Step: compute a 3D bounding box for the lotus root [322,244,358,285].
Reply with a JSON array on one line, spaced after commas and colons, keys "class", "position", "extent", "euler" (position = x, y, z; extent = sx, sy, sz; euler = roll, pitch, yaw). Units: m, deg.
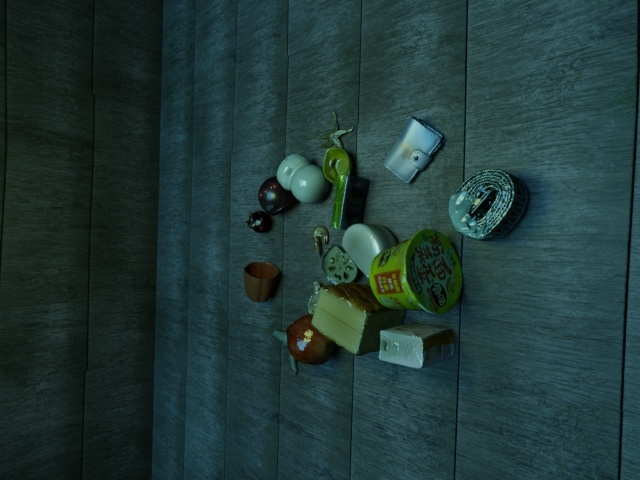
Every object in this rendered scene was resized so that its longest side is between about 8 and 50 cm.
[{"class": "lotus root", "position": [0.104, 0.109, 1.884], "extent": [0.183, 0.078, 0.203], "euler": [55, 132, 13]}]

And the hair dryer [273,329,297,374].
[{"class": "hair dryer", "position": [-0.176, 0.551, 2.158], "extent": [0.219, 0.088, 0.225], "euler": [34, 127, 46]}]

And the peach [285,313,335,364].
[{"class": "peach", "position": [-0.056, 0.451, 1.926], "extent": [0.256, 0.232, 0.232], "euler": [23, 106, 24]}]

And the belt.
[{"class": "belt", "position": [0.558, -0.116, 1.399], "extent": [0.257, 0.150, 0.207], "euler": [-55, 46, 26]}]

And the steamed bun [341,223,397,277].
[{"class": "steamed bun", "position": [0.217, 0.026, 1.724], "extent": [0.242, 0.146, 0.164], "euler": [52, 126, 33]}]

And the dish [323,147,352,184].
[{"class": "dish", "position": [0.094, -0.334, 1.899], "extent": [0.149, 0.080, 0.208], "euler": [-36, 63, 33]}]

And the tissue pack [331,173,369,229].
[{"class": "tissue pack", "position": [0.128, -0.163, 1.798], "extent": [0.073, 0.173, 0.236], "euler": [14, 98, 37]}]

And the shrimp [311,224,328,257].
[{"class": "shrimp", "position": [0.005, 0.001, 2.013], "extent": [0.095, 0.045, 0.163], "euler": [-18, 71, 21]}]

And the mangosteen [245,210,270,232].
[{"class": "mangosteen", "position": [-0.345, -0.102, 2.276], "extent": [0.140, 0.140, 0.140], "euler": [-1, 88, 44]}]

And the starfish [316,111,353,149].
[{"class": "starfish", "position": [0.064, -0.502, 1.963], "extent": [0.223, 0.050, 0.217], "euler": [-12, 73, 38]}]

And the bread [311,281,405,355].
[{"class": "bread", "position": [0.156, 0.307, 1.688], "extent": [0.279, 0.279, 0.207], "euler": [21, 105, 39]}]

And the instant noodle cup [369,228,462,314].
[{"class": "instant noodle cup", "position": [0.335, 0.129, 1.523], "extent": [0.221, 0.311, 0.312], "euler": [-21, 74, 52]}]

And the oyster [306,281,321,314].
[{"class": "oyster", "position": [-0.024, 0.296, 2.001], "extent": [0.163, 0.081, 0.191], "euler": [-22, 71, 46]}]

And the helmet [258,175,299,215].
[{"class": "helmet", "position": [-0.225, -0.231, 2.147], "extent": [0.189, 0.193, 0.216], "euler": [-28, 41, 41]}]

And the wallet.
[{"class": "wallet", "position": [0.366, -0.353, 1.646], "extent": [0.170, 0.069, 0.231], "euler": [43, 122, 16]}]

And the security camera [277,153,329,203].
[{"class": "security camera", "position": [-0.070, -0.284, 1.984], "extent": [0.236, 0.194, 0.195], "euler": [40, 116, 30]}]

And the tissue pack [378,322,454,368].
[{"class": "tissue pack", "position": [0.355, 0.383, 1.529], "extent": [0.185, 0.225, 0.124], "euler": [2, 91, 44]}]

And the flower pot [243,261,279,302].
[{"class": "flower pot", "position": [-0.326, 0.231, 2.230], "extent": [0.190, 0.190, 0.173], "euler": [32, 121, 40]}]
